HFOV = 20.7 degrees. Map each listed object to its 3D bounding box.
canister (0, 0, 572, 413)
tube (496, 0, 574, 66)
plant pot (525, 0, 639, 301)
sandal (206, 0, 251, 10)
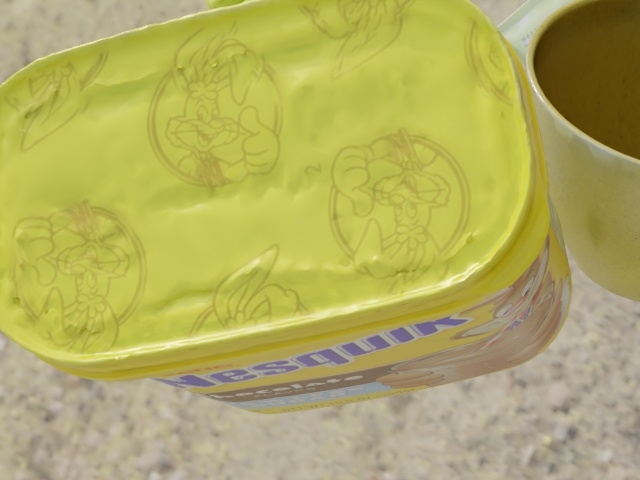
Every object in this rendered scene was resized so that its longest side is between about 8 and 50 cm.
[{"bbox_3d":[0.000,0.000,0.449,0.126,0.170,0.073,-12,78,10],"label":"canister"},{"bbox_3d":[0.236,-0.097,1.386,0.070,0.062,0.240,-36,87,1],"label":"tube"},{"bbox_3d":[0.146,-0.030,0.731,0.134,0.134,0.095,-118,24,-45],"label":"plant pot"},{"bbox_3d":[-0.019,-0.146,1.559,0.126,0.138,0.317,-25,52,32],"label":"sandal"}]
